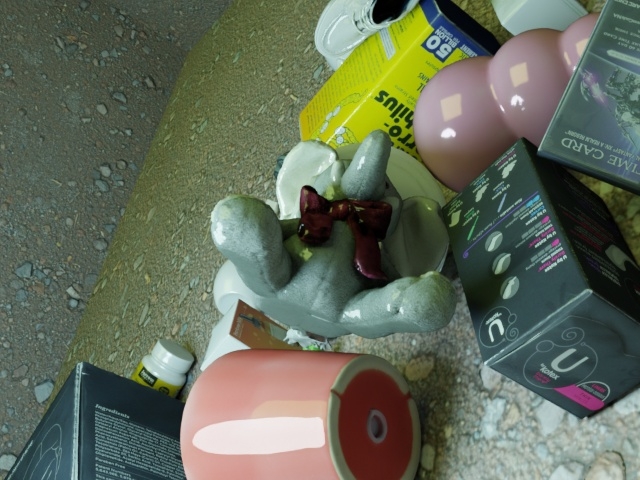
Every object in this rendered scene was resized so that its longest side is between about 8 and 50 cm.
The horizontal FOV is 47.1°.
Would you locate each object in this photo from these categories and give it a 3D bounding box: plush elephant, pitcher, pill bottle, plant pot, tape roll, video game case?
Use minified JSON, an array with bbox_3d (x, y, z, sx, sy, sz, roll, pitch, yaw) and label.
[{"bbox_3d":[0.033,-0.016,0.914,0.330,0.272,0.255,107,-177,-68],"label":"plush elephant"},{"bbox_3d":[-0.141,0.068,1.621,0.178,0.125,0.207,-25,29,28],"label":"pitcher"},{"bbox_3d":[-0.402,0.351,1.779,0.208,0.119,0.119,-58,26,5],"label":"pill bottle"},{"bbox_3d":[-0.012,0.270,1.022,0.243,0.275,0.274,-18,47,39],"label":"plant pot"},{"bbox_3d":[0.062,-0.018,1.116,0.246,0.246,0.169,-61,0,-1],"label":"tape roll"},{"bbox_3d":[0.394,-0.183,0.838,0.274,0.196,0.026,-64,-14,-6],"label":"video game case"}]

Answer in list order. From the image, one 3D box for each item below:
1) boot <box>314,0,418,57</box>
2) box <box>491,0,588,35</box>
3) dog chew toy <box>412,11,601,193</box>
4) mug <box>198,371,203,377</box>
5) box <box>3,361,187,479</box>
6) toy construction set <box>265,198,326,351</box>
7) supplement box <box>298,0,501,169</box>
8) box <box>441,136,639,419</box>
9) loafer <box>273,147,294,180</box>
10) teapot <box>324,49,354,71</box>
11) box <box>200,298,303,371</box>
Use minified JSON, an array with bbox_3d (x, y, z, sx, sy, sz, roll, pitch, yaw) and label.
[{"bbox_3d":[0.081,-0.393,1.250,0.258,0.095,0.123,-42,23,30],"label":"boot"},{"bbox_3d":[0.352,-0.376,1.186,0.102,0.101,0.087,-43,31,31],"label":"box"},{"bbox_3d":[0.292,-0.194,1.010,0.332,0.207,0.206,-28,40,36],"label":"dog chew toy"},{"bbox_3d":[-0.172,0.275,1.466,0.129,0.097,0.158,-60,25,3],"label":"mug"},{"bbox_3d":[-0.470,0.589,1.450,0.479,0.298,0.471,-56,27,10],"label":"box"},{"bbox_3d":[0.000,0.000,1.278,0.309,0.237,0.257,-49,28,21],"label":"toy construction set"},{"bbox_3d":[0.145,-0.256,1.332,0.356,0.194,0.195,-46,29,27],"label":"supplement box"},{"bbox_3d":[0.263,0.037,0.844,0.143,0.165,0.270,-45,29,29],"label":"box"},{"bbox_3d":[-0.036,-0.159,1.509,0.084,0.096,0.267,-51,10,-9],"label":"loafer"},{"bbox_3d":[0.126,-0.396,1.502,0.256,0.187,0.252,-21,48,11],"label":"teapot"},{"bbox_3d":[-0.110,0.208,1.311,0.091,0.171,0.130,-50,15,21],"label":"box"}]
